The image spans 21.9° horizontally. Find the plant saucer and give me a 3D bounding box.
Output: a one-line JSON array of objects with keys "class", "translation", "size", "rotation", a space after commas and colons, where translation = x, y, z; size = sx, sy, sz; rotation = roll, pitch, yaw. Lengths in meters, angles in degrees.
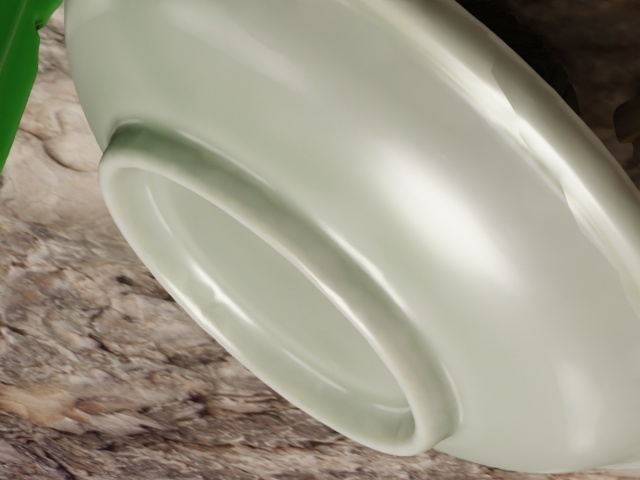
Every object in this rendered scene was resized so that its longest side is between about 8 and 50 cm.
[{"class": "plant saucer", "translation": [0.000, 0.000, 0.813], "size": [0.400, 0.100, 0.400], "rotation": [37, 160, 15]}]

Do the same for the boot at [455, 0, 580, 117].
[{"class": "boot", "translation": [0.036, -0.057, 0.860], "size": [0.189, 0.076, 0.208], "rotation": [39, 155, 15]}]

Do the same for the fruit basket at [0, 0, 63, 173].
[{"class": "fruit basket", "translation": [-0.301, -0.107, 0.673], "size": [0.392, 0.392, 0.283], "rotation": [2, 151, 40]}]

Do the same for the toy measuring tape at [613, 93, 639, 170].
[{"class": "toy measuring tape", "translation": [0.288, 0.027, 0.853], "size": [0.330, 0.121, 0.121], "rotation": [49, 154, -6]}]
